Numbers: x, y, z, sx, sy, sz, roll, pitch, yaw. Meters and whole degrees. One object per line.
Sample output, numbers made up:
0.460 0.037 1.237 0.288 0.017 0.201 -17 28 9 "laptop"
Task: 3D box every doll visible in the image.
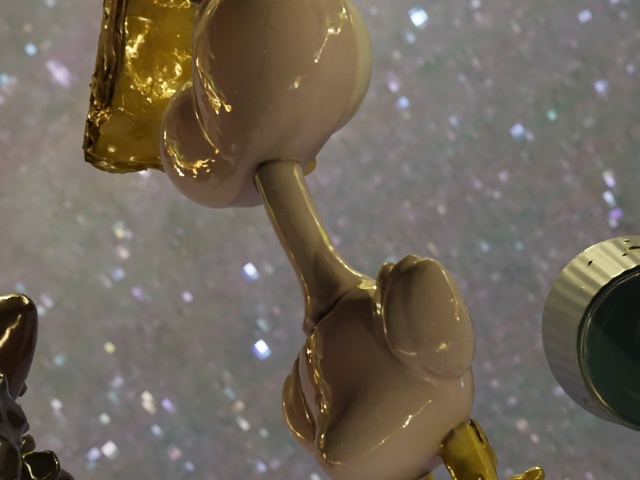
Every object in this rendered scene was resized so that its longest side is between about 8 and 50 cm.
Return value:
-0.001 0.000 1.048 0.160 0.094 0.365 -50 -126 49 "doll"

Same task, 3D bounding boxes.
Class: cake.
-0.092 -0.130 1.315 0.080 0.116 0.185 146 -44 -61 "cake"

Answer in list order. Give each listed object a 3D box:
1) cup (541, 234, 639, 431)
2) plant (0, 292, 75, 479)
0.234 0.069 1.294 0.176 0.155 0.131 12 -88 4 "cup"
-0.209 0.145 0.965 0.181 0.194 0.320 -7 -157 0 "plant"
